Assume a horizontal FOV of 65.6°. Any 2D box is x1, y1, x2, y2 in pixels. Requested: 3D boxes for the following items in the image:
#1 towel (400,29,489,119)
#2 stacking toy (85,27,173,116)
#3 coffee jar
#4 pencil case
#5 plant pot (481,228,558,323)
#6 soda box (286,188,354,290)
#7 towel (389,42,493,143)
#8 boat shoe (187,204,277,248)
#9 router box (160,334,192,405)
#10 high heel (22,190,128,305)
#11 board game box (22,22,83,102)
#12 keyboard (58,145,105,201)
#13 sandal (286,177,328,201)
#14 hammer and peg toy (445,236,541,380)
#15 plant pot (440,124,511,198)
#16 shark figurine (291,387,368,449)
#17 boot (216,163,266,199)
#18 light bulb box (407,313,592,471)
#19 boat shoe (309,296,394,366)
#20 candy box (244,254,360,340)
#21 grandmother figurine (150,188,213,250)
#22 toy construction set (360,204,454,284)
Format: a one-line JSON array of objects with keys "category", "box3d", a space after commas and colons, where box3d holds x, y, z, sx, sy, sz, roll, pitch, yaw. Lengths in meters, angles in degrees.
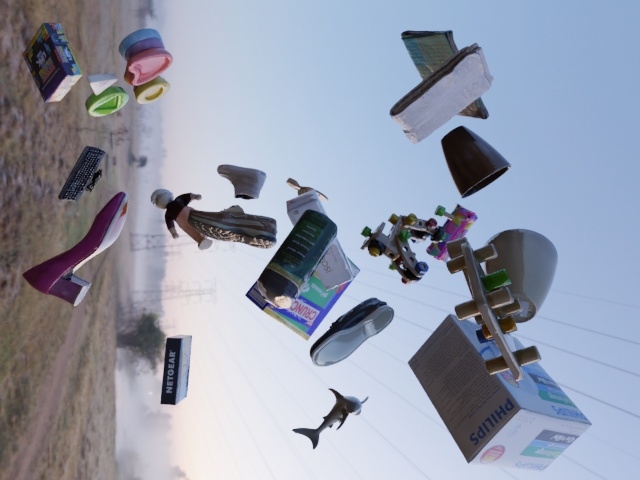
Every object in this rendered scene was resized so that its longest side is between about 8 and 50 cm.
[{"category": "towel", "box3d": [0.452, -0.603, 1.811, 0.370, 0.040, 0.271, 49, -7, -33]}, {"category": "stacking toy", "box3d": [-0.603, -0.519, 1.511, 0.130, 0.280, 0.309, 60, -26, -1]}, {"category": "coffee jar", "box3d": [-0.044, 0.036, 0.933, 0.184, 0.079, 0.096, -57, 171, -24]}, {"category": "pencil case", "box3d": [0.502, -0.027, 1.902, 0.236, 0.104, 0.104, -60, -147, 19]}, {"category": "plant pot", "box3d": [0.664, 0.139, 1.676, 0.274, 0.257, 0.256, -59, 167, -49]}, {"category": "soda box", "box3d": [0.000, 0.000, 1.101, 0.069, 0.074, 0.216, -102, 167, -63]}, {"category": "towel", "box3d": [0.335, -0.390, 1.355, 0.282, 0.187, 0.049, -38, -122, 15]}, {"category": "boat shoe", "box3d": [-0.311, -0.062, 1.795, 0.122, 0.324, 0.119, 129, -26, -64]}, {"category": "router box", "box3d": [-0.401, 0.357, 1.390, 0.133, 0.046, 0.178, 102, -9, -83]}, {"category": "high heel", "box3d": [-0.717, -0.005, 1.457, 0.377, 0.181, 0.127, -62, -175, -3]}, {"category": "board game box", "box3d": [-0.707, -0.463, 1.306, 0.170, 0.048, 0.141, -18, -84, 42]}, {"category": "keyboard", "box3d": [-0.684, -0.187, 1.461, 0.038, 0.100, 0.192, 44, -71, 16]}, {"category": "sandal", "box3d": [-0.071, -0.184, 2.078, 0.240, 0.088, 0.079, 30, -100, 37]}, {"category": "hammer and peg toy", "box3d": [0.420, 0.139, 1.236, 0.266, 0.127, 0.361, 57, 22, -22]}, {"category": "plant pot", "box3d": [0.563, -0.314, 1.883, 0.230, 0.215, 0.215, 60, -27, 12]}, {"category": "shark figurine", "box3d": [0.040, 0.538, 1.592, 0.116, 0.166, 0.278, 49, -58, 8]}, {"category": "boot", "box3d": [-0.340, -0.234, 2.025, 0.258, 0.095, 0.123, 11, -99, 36]}, {"category": "light bulb box", "box3d": [0.517, 0.451, 1.474, 0.225, 0.358, 0.361, -56, -146, 20]}, {"category": "boat shoe", "box3d": [0.084, 0.274, 1.510, 0.091, 0.303, 0.114, 36, -37, 47]}, {"category": "candy box", "box3d": [-0.052, 0.143, 1.679, 0.317, 0.268, 0.122, -51, -135, -5]}, {"category": "grandmother figurine", "box3d": [-0.558, -0.109, 2.020, 0.342, 0.207, 0.104, 33, -10, 21]}, {"category": "toy construction set", "box3d": [0.242, -0.003, 1.670, 0.257, 0.237, 0.309, -65, -174, -14]}]
